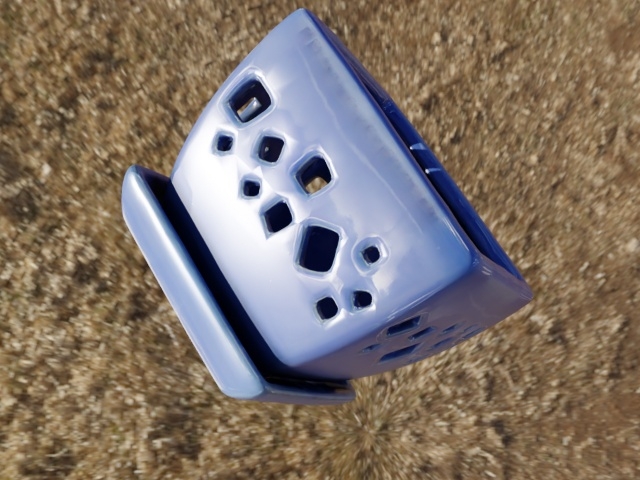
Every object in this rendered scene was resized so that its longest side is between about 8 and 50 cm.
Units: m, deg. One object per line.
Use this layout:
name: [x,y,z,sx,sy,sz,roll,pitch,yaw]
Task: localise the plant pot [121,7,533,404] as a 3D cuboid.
plant pot: [0.000,0.000,0.827,0.212,0.236,0.236,-36,71,11]
